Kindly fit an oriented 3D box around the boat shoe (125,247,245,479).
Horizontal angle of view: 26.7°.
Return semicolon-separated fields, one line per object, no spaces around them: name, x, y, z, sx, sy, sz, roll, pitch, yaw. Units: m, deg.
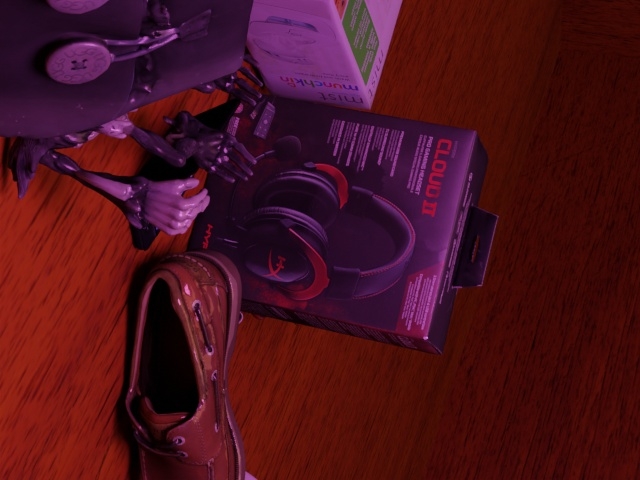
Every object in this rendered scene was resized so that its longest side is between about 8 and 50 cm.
boat shoe;-0.141;0.163;1.279;0.104;0.111;0.307;-22;112;-67

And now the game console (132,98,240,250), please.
game console;-0.120;-0.059;1.232;0.122;0.071;0.107;-62;157;-43

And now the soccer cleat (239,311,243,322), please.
soccer cleat;-0.097;0.076;1.467;0.083;0.036;0.029;-48;145;-60

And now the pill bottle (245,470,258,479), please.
pill bottle;-0.131;0.331;1.400;0.193;0.108;0.108;-59;155;-50

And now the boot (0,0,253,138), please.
boot;-0.195;-0.199;0.679;0.445;0.367;0.146;120;-37;-67

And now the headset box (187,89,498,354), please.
headset box;0.031;-0.017;1.378;0.110;0.293;0.218;45;59;-71

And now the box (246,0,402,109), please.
box;0.007;-0.306;1.406;0.231;0.127;0.261;61;42;-63

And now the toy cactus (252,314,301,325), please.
toy cactus;0.000;0.000;1.576;0.180;0.219;0.112;59;-3;48

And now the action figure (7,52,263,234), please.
action figure;-0.131;-0.100;1.016;0.276;0.141;0.164;-12;120;-63
